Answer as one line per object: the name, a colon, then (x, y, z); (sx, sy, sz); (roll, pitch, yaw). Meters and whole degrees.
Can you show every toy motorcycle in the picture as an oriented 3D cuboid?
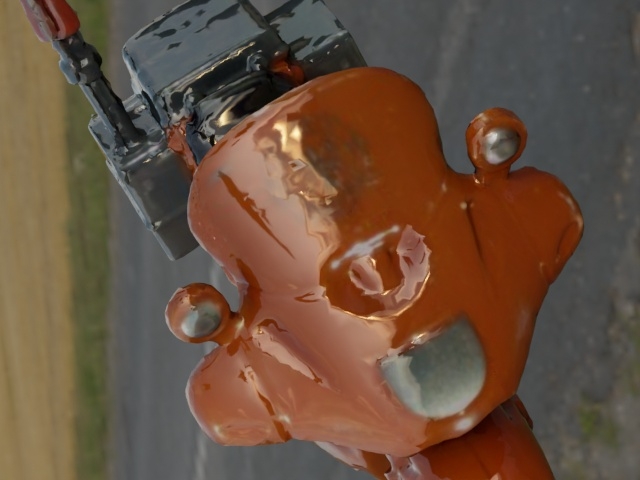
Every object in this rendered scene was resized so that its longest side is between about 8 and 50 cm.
toy motorcycle: (0.000, 0.000, 0.673); (0.325, 0.148, 0.221); (54, 172, 49)
